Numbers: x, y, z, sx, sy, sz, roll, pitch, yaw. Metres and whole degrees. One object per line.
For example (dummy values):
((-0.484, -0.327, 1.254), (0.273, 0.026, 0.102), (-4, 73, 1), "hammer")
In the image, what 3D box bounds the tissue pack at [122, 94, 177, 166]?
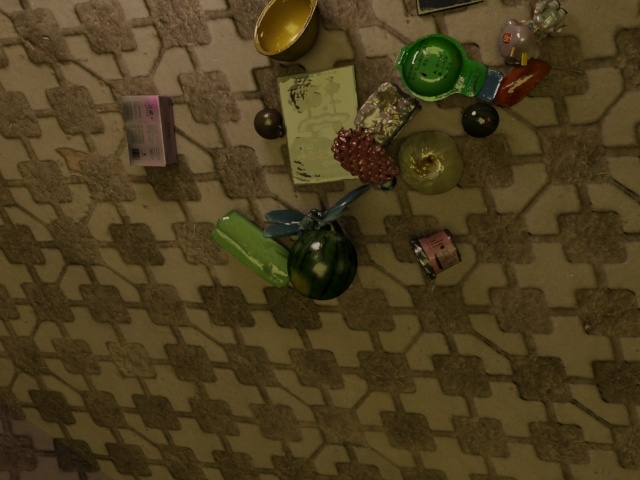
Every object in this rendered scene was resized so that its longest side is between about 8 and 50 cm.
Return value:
((-0.607, -0.392, 1.609), (0.149, 0.092, 0.246), (4, 107, 12), "tissue pack")

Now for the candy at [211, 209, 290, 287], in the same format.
((-0.236, 0.032, 1.632), (0.344, 0.142, 0.132), (38, 96, -2), "candy")

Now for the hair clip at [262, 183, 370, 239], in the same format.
((0.000, 0.000, 1.487), (0.393, 0.318, 0.238), (-14, 105, 13), "hair clip")

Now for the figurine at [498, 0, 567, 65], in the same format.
((0.603, -0.599, 1.299), (0.229, 0.112, 0.137), (-41, 98, 6), "figurine")

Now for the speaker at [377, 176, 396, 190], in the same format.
((0.218, -0.215, 1.503), (0.060, 0.075, 0.094), (-17, 93, 16), "speaker")

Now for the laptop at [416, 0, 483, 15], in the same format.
((0.382, -0.765, 1.344), (0.198, 0.016, 0.135), (-6, 103, 12), "laptop")

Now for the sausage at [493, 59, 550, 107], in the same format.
((0.600, -0.474, 1.344), (0.179, 0.089, 0.089), (-41, 95, 20), "sausage")

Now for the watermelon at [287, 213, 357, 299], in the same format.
((0.001, 0.072, 1.280), (0.204, 0.127, 0.232), (27, 107, 4), "watermelon")

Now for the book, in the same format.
((0.006, -0.380, 1.515), (0.261, 0.043, 0.370), (-5, 105, 12), "book")

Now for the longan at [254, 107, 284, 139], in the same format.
((-0.168, -0.391, 1.514), (0.119, 0.106, 0.106), (37, 110, 17), "longan")

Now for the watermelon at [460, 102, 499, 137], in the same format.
((0.482, -0.374, 1.380), (0.133, 0.105, 0.105), (16, 110, -16), "watermelon")

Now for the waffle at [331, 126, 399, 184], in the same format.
((0.130, -0.258, 1.409), (0.221, 0.234, 0.055), (45, 71, -20), "waffle")

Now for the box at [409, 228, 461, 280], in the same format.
((0.391, 0.042, 1.506), (0.135, 0.151, 0.151), (-26, 99, 9), "box")

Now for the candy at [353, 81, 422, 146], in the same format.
((0.214, -0.396, 1.395), (0.137, 0.195, 0.184), (42, 114, 3), "candy")

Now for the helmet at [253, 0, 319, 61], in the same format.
((-0.078, -0.660, 1.402), (0.257, 0.140, 0.205), (-50, 59, 10), "helmet")

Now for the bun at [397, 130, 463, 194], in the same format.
((0.351, -0.245, 1.438), (0.223, 0.127, 0.222), (3, 108, 9), "bun")

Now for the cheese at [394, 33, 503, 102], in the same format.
((0.387, -0.513, 1.368), (0.321, 0.083, 0.203), (22, 98, 9), "cheese")
